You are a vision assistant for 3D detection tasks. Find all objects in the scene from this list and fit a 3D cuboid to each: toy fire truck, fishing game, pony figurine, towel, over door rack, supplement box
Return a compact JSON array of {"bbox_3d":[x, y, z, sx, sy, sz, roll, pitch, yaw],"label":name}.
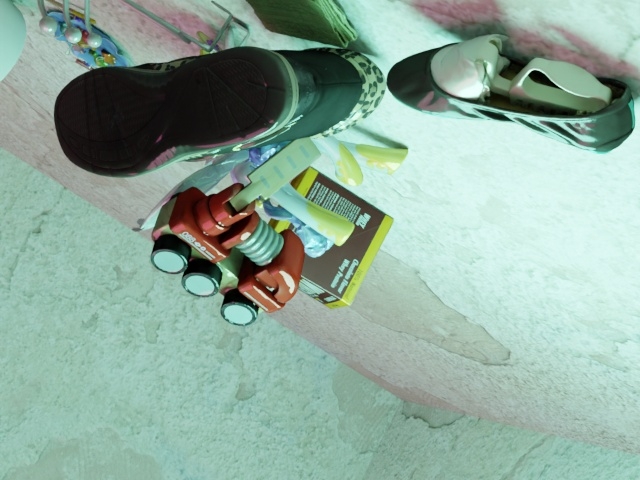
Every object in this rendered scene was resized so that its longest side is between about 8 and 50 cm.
[{"bbox_3d":[-0.088,-0.022,1.328,0.246,0.158,0.217,-27,125,34],"label":"toy fire truck"},{"bbox_3d":[-0.427,-0.348,1.678,0.189,0.041,0.264,29,166,8],"label":"fishing game"},{"bbox_3d":[-0.099,-0.128,1.460,0.363,0.303,0.351,34,133,-7],"label":"pony figurine"},{"bbox_3d":[-0.031,-0.293,1.161,0.148,0.027,0.110,18,162,32],"label":"towel"},{"bbox_3d":[-0.268,-0.295,1.197,0.324,0.108,0.239,20,-172,-2],"label":"over door rack"},{"bbox_3d":[0.000,0.000,1.751,0.194,0.191,0.129,31,165,-10],"label":"supplement box"}]

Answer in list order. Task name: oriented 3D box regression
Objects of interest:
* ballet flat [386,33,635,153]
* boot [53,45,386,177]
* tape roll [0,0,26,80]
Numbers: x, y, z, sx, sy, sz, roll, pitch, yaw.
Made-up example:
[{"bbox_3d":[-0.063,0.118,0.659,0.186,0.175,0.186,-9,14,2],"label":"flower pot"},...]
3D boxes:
[{"bbox_3d":[0.209,-0.176,1.009,0.281,0.095,0.096,15,152,12],"label":"ballet flat"},{"bbox_3d":[-0.125,-0.174,1.177,0.377,0.138,0.284,-8,-174,34],"label":"boot"},{"bbox_3d":[-0.671,-0.380,1.615,0.246,0.246,0.169,21,162,29],"label":"tape roll"}]
